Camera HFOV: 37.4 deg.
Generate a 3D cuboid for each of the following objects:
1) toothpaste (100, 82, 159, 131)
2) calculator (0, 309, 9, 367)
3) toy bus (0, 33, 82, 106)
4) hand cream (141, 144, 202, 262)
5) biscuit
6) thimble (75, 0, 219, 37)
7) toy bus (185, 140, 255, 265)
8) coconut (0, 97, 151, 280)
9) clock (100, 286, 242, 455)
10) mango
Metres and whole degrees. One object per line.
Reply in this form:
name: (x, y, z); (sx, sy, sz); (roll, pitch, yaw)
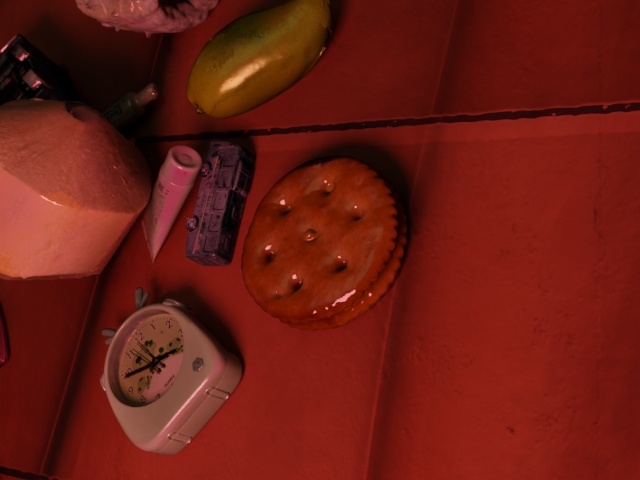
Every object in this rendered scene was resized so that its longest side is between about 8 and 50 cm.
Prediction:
toothpaste: (-0.341, -0.165, 1.437); (0.255, 0.037, 0.067); (-31, 51, 24)
calculator: (-0.548, 0.180, 1.432); (0.190, 0.034, 0.126); (-32, 55, 12)
toy bus: (-0.435, -0.208, 1.437); (0.116, 0.133, 0.234); (-46, 40, 8)
hand cream: (-0.207, -0.053, 1.264); (0.174, 0.047, 0.076); (-57, 42, 40)
biscuit: (0.000, 0.000, 1.119); (0.220, 0.066, 0.220); (-14, 62, 28)
thimble: (-0.238, -0.409, 1.369); (0.172, 0.205, 0.250); (12, 60, 31)
toy bus: (-0.132, -0.049, 1.242); (0.065, 0.047, 0.166); (2, 72, 32)
coconut: (-0.353, -0.076, 1.261); (0.244, 0.239, 0.239); (-53, 48, 31)
clock: (-0.202, 0.150, 1.190); (0.159, 0.066, 0.211); (-48, 52, 7)
mango: (-0.077, -0.249, 1.252); (0.233, 0.111, 0.125); (-39, 58, 12)
